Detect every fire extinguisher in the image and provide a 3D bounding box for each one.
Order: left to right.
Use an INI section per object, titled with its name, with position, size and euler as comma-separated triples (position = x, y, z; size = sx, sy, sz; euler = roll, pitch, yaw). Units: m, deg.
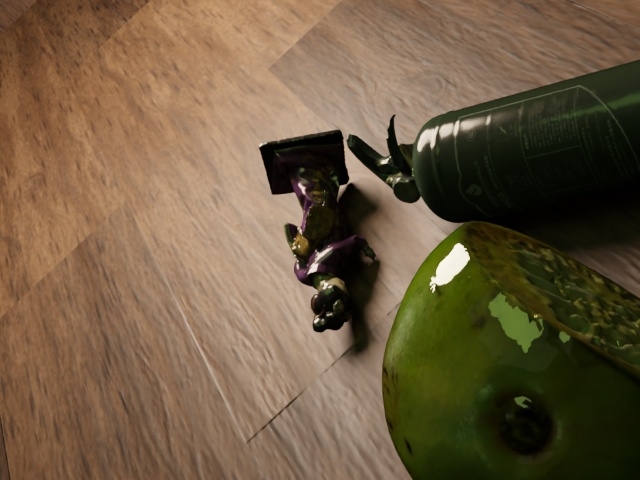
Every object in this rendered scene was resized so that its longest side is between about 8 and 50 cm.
[fire extinguisher]
position = 0.168, -0.078, 0.742
size = 0.311, 0.114, 0.095
euler = -13, 30, 37

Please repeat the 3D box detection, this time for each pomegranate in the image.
[pomegranate]
position = 0.116, 0.084, 0.576
size = 0.159, 0.190, 0.241
euler = -60, 32, 22

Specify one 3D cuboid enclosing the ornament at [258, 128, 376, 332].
[ornament]
position = 0.008, -0.004, 0.864
size = 0.081, 0.088, 0.203
euler = -16, 52, -2
